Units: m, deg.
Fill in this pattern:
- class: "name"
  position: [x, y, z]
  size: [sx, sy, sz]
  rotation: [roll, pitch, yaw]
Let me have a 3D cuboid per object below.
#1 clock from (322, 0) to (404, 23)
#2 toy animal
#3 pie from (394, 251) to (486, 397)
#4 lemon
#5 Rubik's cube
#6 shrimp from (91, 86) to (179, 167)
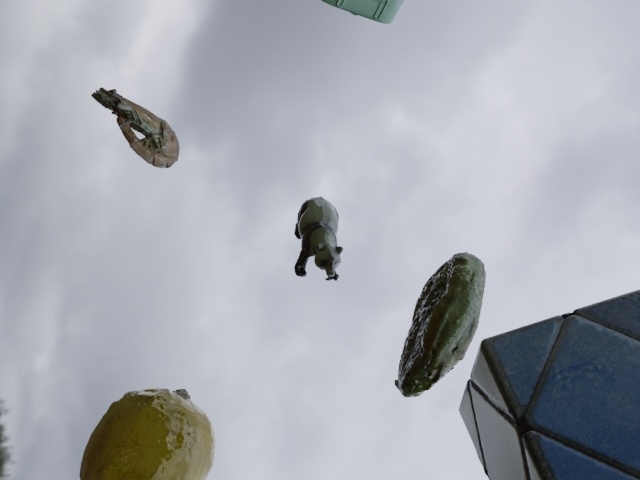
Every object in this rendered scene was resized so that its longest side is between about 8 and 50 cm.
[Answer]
- class: "clock"
  position: [0.058, -0.471, 1.648]
  size: [0.066, 0.159, 0.211]
  rotation: [-59, -154, 34]
- class: "toy animal"
  position: [0.000, 0.000, 1.877]
  size: [0.225, 0.094, 0.121]
  rotation: [-92, -168, -56]
- class: "pie"
  position: [0.195, 0.145, 1.595]
  size: [0.277, 0.078, 0.277]
  rotation: [-61, -174, 11]
- class: "lemon"
  position: [-0.346, 0.437, 1.870]
  size: [0.260, 0.284, 0.260]
  rotation: [38, -31, 28]
- class: "Rubik's cube"
  position: [0.289, 0.205, 1.005]
  size: [0.207, 0.205, 0.205]
  rotation: [91, -19, -57]
- class: "shrimp"
  position: [-0.304, -0.185, 1.531]
  size: [0.041, 0.180, 0.099]
  rotation: [-24, -144, 38]
